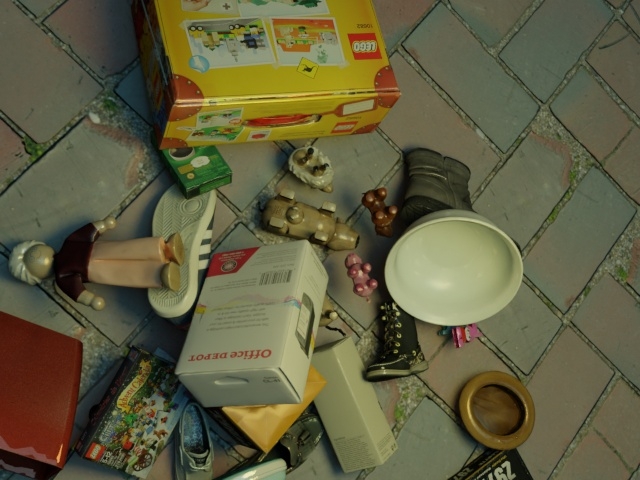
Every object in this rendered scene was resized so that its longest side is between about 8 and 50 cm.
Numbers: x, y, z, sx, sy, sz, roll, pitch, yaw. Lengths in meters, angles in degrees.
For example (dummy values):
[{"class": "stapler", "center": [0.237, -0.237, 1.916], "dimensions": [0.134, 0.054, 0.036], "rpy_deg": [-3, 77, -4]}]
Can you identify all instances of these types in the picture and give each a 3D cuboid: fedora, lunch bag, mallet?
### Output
[{"class": "fedora", "center": [0.410, 0.404, 1.980], "dimensions": [0.194, 0.079, 0.194], "rpy_deg": [4, 73, -14]}, {"class": "lunch bag", "center": [-0.337, 0.274, 1.736], "dimensions": [0.071, 0.053, 0.083], "rpy_deg": [39, 80, -9]}, {"class": "mallet", "center": [-0.484, 0.408, 1.652], "dimensions": [0.039, 0.062, 0.189], "rpy_deg": [40, 71, -14]}]

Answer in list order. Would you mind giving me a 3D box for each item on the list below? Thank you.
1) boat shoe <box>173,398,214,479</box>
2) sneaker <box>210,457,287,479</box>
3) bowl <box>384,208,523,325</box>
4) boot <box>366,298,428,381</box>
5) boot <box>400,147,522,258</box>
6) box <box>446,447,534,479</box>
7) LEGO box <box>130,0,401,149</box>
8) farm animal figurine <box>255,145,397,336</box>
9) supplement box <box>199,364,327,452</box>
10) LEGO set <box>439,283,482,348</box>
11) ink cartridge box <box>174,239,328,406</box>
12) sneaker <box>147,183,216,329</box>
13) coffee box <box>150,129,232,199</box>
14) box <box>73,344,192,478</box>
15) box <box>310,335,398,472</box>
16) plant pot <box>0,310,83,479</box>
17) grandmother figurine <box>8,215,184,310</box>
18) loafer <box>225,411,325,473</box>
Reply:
[{"class": "boat shoe", "center": [-0.261, 0.441, 1.722], "dimensions": [0.079, 0.081, 0.227], "rpy_deg": [-7, 84, -22]}, {"class": "sneaker", "center": [-0.178, 0.567, 1.614], "dimensions": [0.319, 0.127, 0.208], "rpy_deg": [-21, 83, -26]}, {"class": "bowl", "center": [0.293, 0.037, 1.861], "dimensions": [0.298, 0.298, 0.134], "rpy_deg": [29, 33, -15]}, {"class": "boot", "center": [0.158, 0.221, 1.877], "dimensions": [0.236, 0.085, 0.178], "rpy_deg": [4, 74, -59]}, {"class": "boot", "center": [0.348, -0.087, 1.998], "dimensions": [0.338, 0.118, 0.222], "rpy_deg": [29, 47, -19]}, {"class": "box", "center": [0.375, 0.664, 1.934], "dimensions": [0.322, 0.079, 0.257], "rpy_deg": [-29, 91, -22]}, {"class": "LEGO box", "center": [-0.124, -0.419, 1.814], "dimensions": [0.500, 0.193, 0.372], "rpy_deg": [-7, 71, -22]}, {"class": "farm animal figurine", "center": [0.000, 0.000, 1.858], "dimensions": [0.327, 0.172, 0.330], "rpy_deg": [34, 79, 0]}, {"class": "supplement box", "center": [-0.123, 0.319, 1.733], "dimensions": [0.129, 0.194, 0.191], "rpy_deg": [47, 69, -9]}, {"class": "LEGO set", "center": [0.328, 0.144, 1.996], "dimensions": [0.093, 0.087, 0.227], "rpy_deg": [-3, 76, -24]}, {"class": "ink cartridge box", "center": [-0.127, 0.162, 1.631], "dimensions": [0.131, 0.226, 0.306], "rpy_deg": [60, 31, -43]}, {"class": "sneaker", "center": [-0.282, 0.030, 1.771], "dimensions": [0.131, 0.148, 0.350], "rpy_deg": [-1, 57, 14]}, {"class": "coffee box", "center": [-0.278, -0.180, 1.793], "dimensions": [0.113, 0.040, 0.184], "rpy_deg": [-24, 61, -23]}, {"class": "box", "center": [-0.361, 0.344, 1.664], "dimensions": [0.159, 0.044, 0.233], "rpy_deg": [33, 83, -39]}, {"class": "box", "center": [0.059, 0.359, 1.828], "dimensions": [0.094, 0.113, 0.275], "rpy_deg": [-22, 91, -58]}, {"class": "plant pot", "center": [-0.579, 0.280, 1.543], "dimensions": [0.267, 0.267, 0.235], "rpy_deg": [24, 63, -16]}, {"class": "grandmother figurine", "center": [-0.447, 0.037, 1.647], "dimensions": [0.342, 0.104, 0.207], "rpy_deg": [-2, 47, 7]}, {"class": "loafer", "center": [-0.087, 0.467, 1.783], "dimensions": [0.267, 0.084, 0.096], "rpy_deg": [-35, 95, -22]}]
